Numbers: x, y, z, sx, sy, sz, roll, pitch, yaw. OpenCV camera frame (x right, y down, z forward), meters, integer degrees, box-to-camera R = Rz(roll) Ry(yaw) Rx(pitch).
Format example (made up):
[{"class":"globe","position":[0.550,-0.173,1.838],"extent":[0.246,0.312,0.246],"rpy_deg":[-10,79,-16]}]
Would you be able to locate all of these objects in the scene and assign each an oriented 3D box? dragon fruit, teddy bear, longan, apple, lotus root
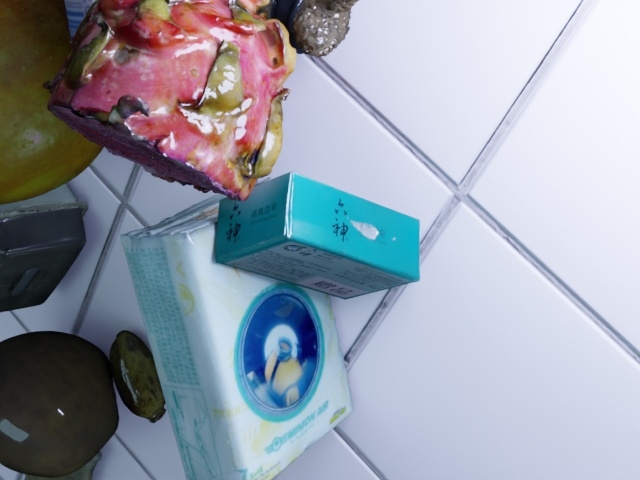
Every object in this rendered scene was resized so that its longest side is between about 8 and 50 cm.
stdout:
[{"class":"dragon fruit","position":[-0.154,-0.213,1.293],"extent":[0.314,0.296,0.263],"rpy_deg":[14,77,60]},{"class":"teddy bear","position":[-0.022,-0.300,1.384],"extent":[0.251,0.129,0.182],"rpy_deg":[28,91,49]},{"class":"longan","position":[-0.513,0.302,1.969],"extent":[0.350,0.288,0.289],"rpy_deg":[20,126,66]},{"class":"apple","position":[-0.517,-0.234,1.670],"extent":[0.384,0.374,0.375],"rpy_deg":[31,127,39]},{"class":"lotus root","position":[-0.338,0.252,1.941],"extent":[0.089,0.080,0.179],"rpy_deg":[-27,88,46]}]

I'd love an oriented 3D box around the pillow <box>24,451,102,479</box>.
[{"class":"pillow","position":[-0.549,0.481,2.237],"extent":[0.185,0.075,0.303],"rpy_deg":[39,131,20]}]

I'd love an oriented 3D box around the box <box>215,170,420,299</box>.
[{"class":"box","position":[0.000,0.000,1.410],"extent":[0.153,0.244,0.092],"rpy_deg":[-16,63,44]}]

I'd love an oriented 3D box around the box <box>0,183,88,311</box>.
[{"class":"box","position":[-0.570,0.008,1.946],"extent":[0.290,0.220,0.166],"rpy_deg":[-46,63,43]}]

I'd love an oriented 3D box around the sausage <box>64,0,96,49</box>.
[{"class":"sausage","position":[-0.247,-0.326,1.497],"extent":[0.233,0.233,0.287],"rpy_deg":[9,115,39]}]

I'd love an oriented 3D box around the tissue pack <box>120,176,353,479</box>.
[{"class":"tissue pack","position":[-0.108,0.130,1.540],"extent":[0.162,0.287,0.388],"rpy_deg":[-1,108,37]}]
